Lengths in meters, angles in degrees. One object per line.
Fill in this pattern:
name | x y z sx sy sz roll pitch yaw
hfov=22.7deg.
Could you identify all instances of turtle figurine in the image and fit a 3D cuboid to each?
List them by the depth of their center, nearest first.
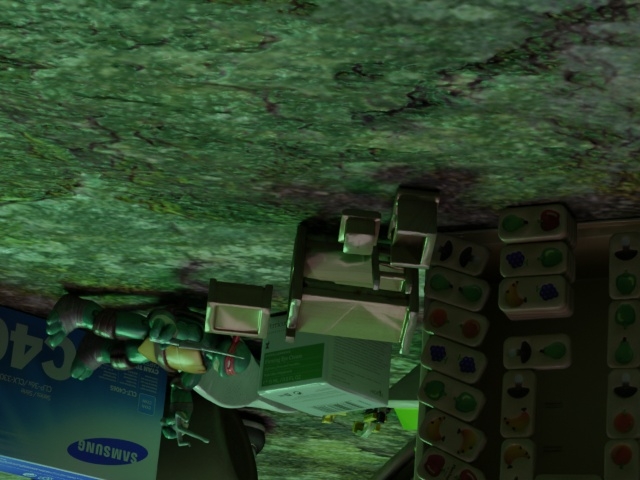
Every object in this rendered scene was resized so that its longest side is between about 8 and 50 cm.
turtle figurine | -0.159 0.120 1.639 0.234 0.118 0.175 10 129 25

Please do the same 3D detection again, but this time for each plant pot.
plant pot | -0.207 0.286 1.982 0.229 0.263 0.263 -19 155 8

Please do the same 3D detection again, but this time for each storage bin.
storage bin | 0.227 0.128 1.368 0.260 0.262 0.123 -5 158 24

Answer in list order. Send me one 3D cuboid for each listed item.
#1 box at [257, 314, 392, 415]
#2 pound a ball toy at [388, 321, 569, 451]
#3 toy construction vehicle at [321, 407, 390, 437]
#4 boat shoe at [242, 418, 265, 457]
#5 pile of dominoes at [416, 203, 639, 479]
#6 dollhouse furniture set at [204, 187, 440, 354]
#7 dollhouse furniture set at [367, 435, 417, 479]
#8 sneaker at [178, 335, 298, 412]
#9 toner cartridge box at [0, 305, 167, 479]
box | 0.006 0.127 1.668 0.101 0.087 0.102 -13 152 40
pound a ball toy | 0.209 0.149 1.641 0.135 0.208 0.319 -33 -165 -36
toy construction vehicle | 0.037 0.219 1.981 0.086 0.035 0.098 13 158 -21
boat shoe | -0.167 0.317 2.204 0.112 0.095 0.335 14 158 -24
pile of dominoes | 0.166 0.096 1.312 0.196 0.251 0.040 -4 159 25
dollhouse furniture set | 0.000 0.000 1.376 0.182 0.101 0.161 7 135 -4
dollhouse furniture set | 0.162 0.280 1.859 0.198 0.286 0.303 44 169 20
sneaker | -0.109 0.151 1.791 0.094 0.080 0.212 4 164 38
toner cartridge box | -0.334 0.167 1.748 0.348 0.165 0.075 20 155 -36
